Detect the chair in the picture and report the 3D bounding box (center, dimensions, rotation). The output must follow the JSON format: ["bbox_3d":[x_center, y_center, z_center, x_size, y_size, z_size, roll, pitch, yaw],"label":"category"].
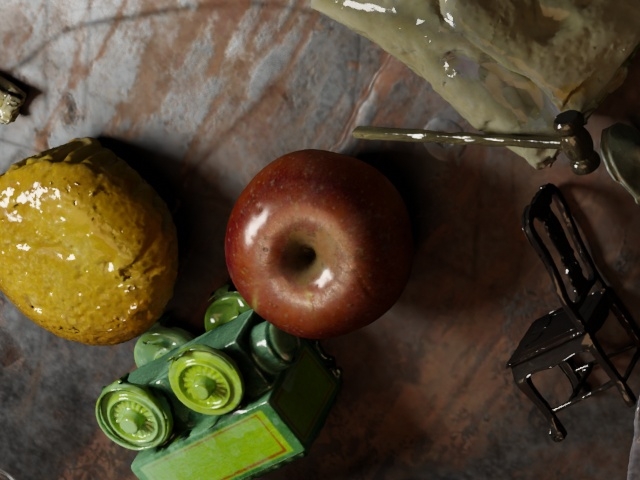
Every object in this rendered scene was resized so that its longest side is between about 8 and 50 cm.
[{"bbox_3d":[0.235,0.068,1.919,0.113,0.106,0.229,-28,101,31],"label":"chair"}]

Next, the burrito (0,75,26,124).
[{"bbox_3d":[-0.403,-0.184,2.120,0.171,0.042,0.051,27,123,6],"label":"burrito"}]

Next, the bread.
[{"bbox_3d":[-0.258,0.003,2.090,0.240,0.139,0.240,11,120,20],"label":"bread"}]

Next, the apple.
[{"bbox_3d":[0.000,0.000,1.964,0.201,0.162,0.201,5,110,13],"label":"apple"}]

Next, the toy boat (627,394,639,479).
[{"bbox_3d":[0.428,0.199,1.880,0.293,0.111,0.276,28,108,14],"label":"toy boat"}]

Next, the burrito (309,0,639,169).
[{"bbox_3d":[0.131,-0.216,1.802,0.332,0.135,0.190,33,132,10],"label":"burrito"}]

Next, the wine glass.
[{"bbox_3d":[0.357,-0.107,1.766,0.183,0.122,0.122,-35,98,37],"label":"wine glass"}]

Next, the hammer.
[{"bbox_3d":[0.135,-0.097,1.787,0.292,0.029,0.058,7,133,45],"label":"hammer"}]

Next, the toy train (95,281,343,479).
[{"bbox_3d":[-0.117,0.177,2.111,0.271,0.159,0.188,-27,109,33],"label":"toy train"}]
